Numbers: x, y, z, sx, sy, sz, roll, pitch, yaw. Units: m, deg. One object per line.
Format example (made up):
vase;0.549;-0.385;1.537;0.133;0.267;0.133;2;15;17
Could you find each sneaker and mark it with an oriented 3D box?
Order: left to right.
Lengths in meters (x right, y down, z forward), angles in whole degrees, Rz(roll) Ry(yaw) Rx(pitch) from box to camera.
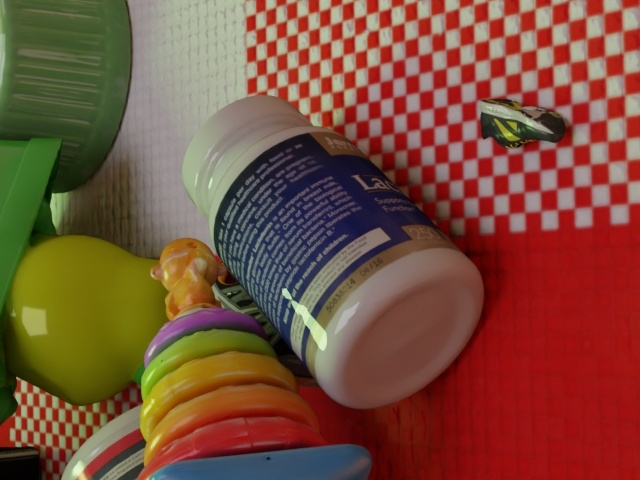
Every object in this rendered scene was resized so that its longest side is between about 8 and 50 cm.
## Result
sneaker;-0.047;0.078;1.117;0.215;0.084;0.083;23;97;45
sneaker;0.154;-0.085;0.936;0.083;0.031;0.035;30;124;49

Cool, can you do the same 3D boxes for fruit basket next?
fruit basket;-0.312;0.084;1.286;0.283;0.392;0.392;121;134;-56

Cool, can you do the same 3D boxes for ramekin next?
ramekin;-0.365;-0.209;1.430;0.303;0.148;0.303;-2;87;48

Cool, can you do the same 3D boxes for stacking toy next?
stacking toy;-0.089;0.116;1.001;0.166;0.175;0.302;109;151;-45

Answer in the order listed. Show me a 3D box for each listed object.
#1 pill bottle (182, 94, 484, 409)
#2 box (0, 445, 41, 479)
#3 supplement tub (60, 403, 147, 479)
pill bottle;0.000;0.000;1.009;0.264;0.153;0.153;48;123;37
box;-0.653;0.397;1.401;0.472;0.480;0.297;-5;83;31
supplement tub;-0.101;0.290;1.086;0.191;0.191;0.272;-57;50;31
